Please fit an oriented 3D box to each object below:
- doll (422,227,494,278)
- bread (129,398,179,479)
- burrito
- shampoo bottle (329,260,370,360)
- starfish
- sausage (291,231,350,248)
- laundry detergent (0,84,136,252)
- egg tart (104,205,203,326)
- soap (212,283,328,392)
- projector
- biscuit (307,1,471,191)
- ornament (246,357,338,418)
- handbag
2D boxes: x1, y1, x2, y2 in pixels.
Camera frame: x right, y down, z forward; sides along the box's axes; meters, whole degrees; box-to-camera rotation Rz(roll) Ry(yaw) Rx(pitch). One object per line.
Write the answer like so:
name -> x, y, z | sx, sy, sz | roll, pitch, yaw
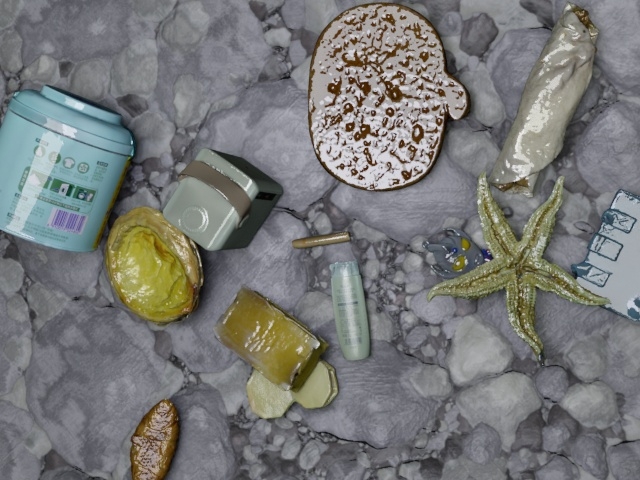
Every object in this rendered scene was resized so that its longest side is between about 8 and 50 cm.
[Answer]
doll -> 0.301, 0.039, 1.614 | 0.195, 0.062, 0.104 | 19, 97, 7
bread -> -0.380, 0.471, 1.786 | 0.105, 0.076, 0.233 | 14, 87, 2
burrito -> 0.457, -0.273, 1.566 | 0.117, 0.076, 0.392 | 23, 98, 7
shampoo bottle -> 0.065, 0.149, 1.682 | 0.072, 0.049, 0.212 | -6, 90, 17
starfish -> 0.408, 0.043, 1.547 | 0.347, 0.078, 0.358 | 35, 86, 11
sausage -> 0.000, 0.000, 1.711 | 0.132, 0.024, 0.024 | -9, 88, 14
laundry detergent -> -0.574, -0.167, 1.724 | 0.287, 0.287, 0.305 | 25, 96, 13
egg tart -> -0.362, 0.054, 1.749 | 0.279, 0.095, 0.279 | 9, 108, 28
soap -> -0.112, 0.211, 1.686 | 0.233, 0.076, 0.135 | 34, 91, 26
projector -> -0.207, -0.084, 1.653 | 0.163, 0.242, 0.177 | 34, 97, 10
biscuit -> 0.140, -0.298, 1.650 | 0.350, 0.070, 0.394 | 8, 93, 12
ornament -> -0.071, 0.290, 1.717 | 0.201, 0.059, 0.180 | -15, 81, 16
handbag -> 0.603, 0.030, 1.538 | 0.179, 0.062, 0.229 | 25, 97, 16
